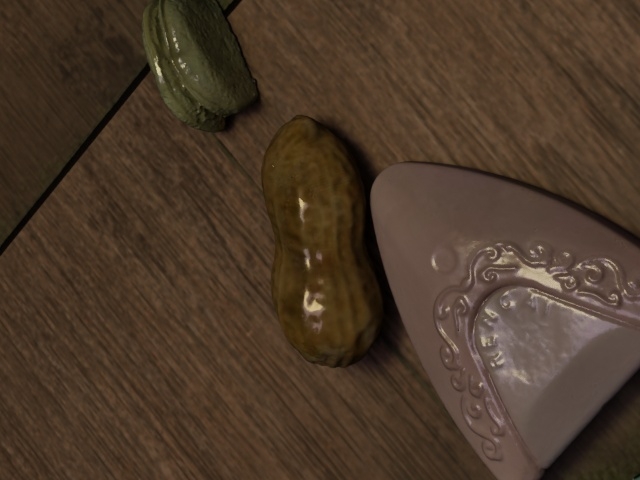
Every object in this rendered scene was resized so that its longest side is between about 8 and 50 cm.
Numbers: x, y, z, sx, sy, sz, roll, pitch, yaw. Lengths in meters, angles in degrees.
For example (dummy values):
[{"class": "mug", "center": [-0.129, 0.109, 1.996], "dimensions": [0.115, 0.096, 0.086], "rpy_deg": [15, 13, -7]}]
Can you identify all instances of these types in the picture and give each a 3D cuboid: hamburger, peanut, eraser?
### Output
[{"class": "hamburger", "center": [-0.103, -0.145, 1.311], "dimensions": [0.054, 0.084, 0.121], "rpy_deg": [-20, 84, 30]}, {"class": "peanut", "center": [-0.001, 0.000, 1.274], "dimensions": [0.089, 0.089, 0.192], "rpy_deg": [-6, 88, 29]}, {"class": "eraser", "center": [0.120, 0.035, 1.221], "dimensions": [0.243, 0.059, 0.204], "rpy_deg": [45, 114, 18]}]

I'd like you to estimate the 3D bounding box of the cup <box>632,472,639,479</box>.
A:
[{"class": "cup", "center": [0.256, 0.269, 1.138], "dimensions": [0.148, 0.134, 0.235], "rpy_deg": [-37, 74, 23]}]
